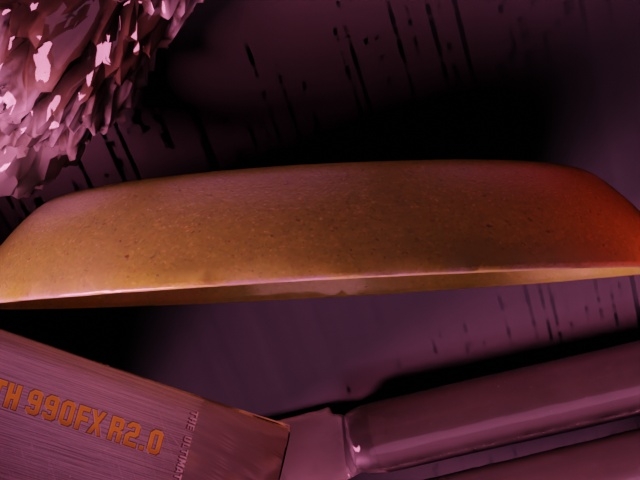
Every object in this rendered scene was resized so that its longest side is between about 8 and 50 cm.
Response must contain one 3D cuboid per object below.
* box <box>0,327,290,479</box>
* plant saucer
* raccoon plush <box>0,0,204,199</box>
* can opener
[{"bbox_3d":[-0.143,0.084,0.597,0.183,0.056,0.231,20,158,-20],"label":"box"},{"bbox_3d":[0.000,0.000,0.534,0.241,0.241,0.037,-2,87,0],"label":"plant saucer"},{"bbox_3d":[0.015,-0.082,0.358,0.216,0.299,0.446,20,127,-13],"label":"raccoon plush"},{"bbox_3d":[0.044,0.109,0.708,0.284,0.076,0.095,-14,163,8],"label":"can opener"}]
